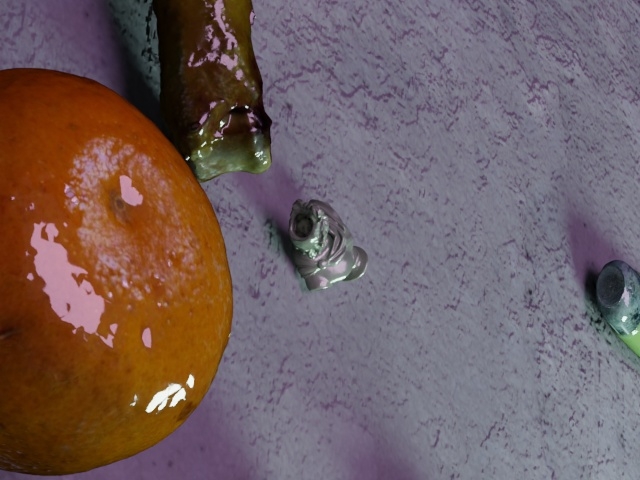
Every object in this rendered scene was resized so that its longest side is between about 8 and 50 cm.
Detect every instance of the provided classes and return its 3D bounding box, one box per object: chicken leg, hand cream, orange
[{"bbox_3d":[-0.097,-0.235,1.230,0.211,0.140,0.361,22,56,-62],"label":"chicken leg"},{"bbox_3d":[0.318,0.080,1.840,0.175,0.046,0.095,42,44,-51],"label":"hand cream"},{"bbox_3d":[-0.154,0.017,1.013,0.224,0.170,0.224,28,50,-39],"label":"orange"}]

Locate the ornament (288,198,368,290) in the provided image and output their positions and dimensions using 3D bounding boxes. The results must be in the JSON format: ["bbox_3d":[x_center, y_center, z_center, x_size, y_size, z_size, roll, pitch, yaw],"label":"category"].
[{"bbox_3d":[0.001,0.002,1.382,0.092,0.041,0.068,-9,91,-67],"label":"ornament"}]
